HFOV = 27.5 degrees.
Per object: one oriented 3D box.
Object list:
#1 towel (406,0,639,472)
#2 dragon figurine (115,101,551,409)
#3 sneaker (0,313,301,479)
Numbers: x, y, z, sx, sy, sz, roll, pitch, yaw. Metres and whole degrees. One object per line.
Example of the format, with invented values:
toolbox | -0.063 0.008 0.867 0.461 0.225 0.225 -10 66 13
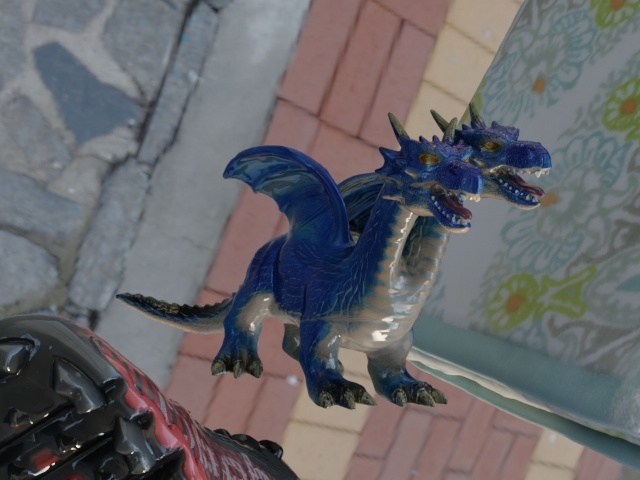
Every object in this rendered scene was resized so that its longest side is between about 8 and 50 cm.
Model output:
towel | 0.195 -0.031 0.866 0.090 0.374 0.320 35 81 -28
dragon figurine | 0.000 0.000 0.648 0.085 0.289 0.144 5 93 -33
sneaker | -0.066 0.124 0.575 0.097 0.135 0.276 -26 120 13
